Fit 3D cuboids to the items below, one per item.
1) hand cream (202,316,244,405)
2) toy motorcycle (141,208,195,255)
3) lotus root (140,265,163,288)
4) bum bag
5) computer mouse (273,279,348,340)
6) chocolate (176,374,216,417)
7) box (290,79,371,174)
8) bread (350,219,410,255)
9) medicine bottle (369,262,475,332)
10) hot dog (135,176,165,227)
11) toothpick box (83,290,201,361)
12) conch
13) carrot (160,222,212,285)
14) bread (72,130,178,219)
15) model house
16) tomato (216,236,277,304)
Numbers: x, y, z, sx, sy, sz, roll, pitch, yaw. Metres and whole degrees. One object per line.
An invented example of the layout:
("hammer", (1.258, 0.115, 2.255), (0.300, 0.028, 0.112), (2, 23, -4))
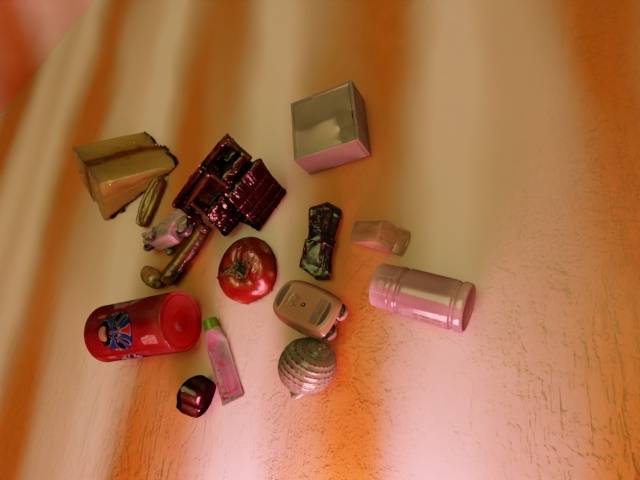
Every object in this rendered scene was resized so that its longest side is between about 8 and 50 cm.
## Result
("hand cream", (-0.318, 0.380, 1.468), (0.079, 0.050, 0.275), (-42, 62, 38))
("toy motorcycle", (-0.554, -0.047, 1.700), (0.260, 0.110, 0.170), (-18, 43, 30))
("lotus root", (-0.621, 0.139, 1.683), (0.152, 0.063, 0.072), (25, 110, 39))
("bum bag", (-0.001, 0.000, 1.415), (0.102, 0.069, 0.247), (11, 74, -7))
("computer mouse", (-0.034, 0.204, 1.349), (0.237, 0.082, 0.145), (18, 70, 34))
("chocolate", (-0.377, 0.492, 1.430), (0.080, 0.125, 0.148), (27, 123, 23))
("box", (0.032, -0.364, 1.495), (0.225, 0.117, 0.224), (-14, 67, 23))
("bread", (0.173, -0.010, 1.358), (0.152, 0.105, 0.077), (5, 73, 61))
("medicine bottle", (0.264, 0.145, 1.195), (0.250, 0.133, 0.133), (13, 79, 28))
("hot dog", (-0.681, -0.155, 1.823), (0.047, 0.066, 0.215), (-9, 63, 71))
("toothpick box", (-0.597, 0.293, 1.542), (0.333, 0.204, 0.204), (-13, 68, 22))
("conch", (-0.052, 0.359, 1.284), (0.172, 0.131, 0.200), (41, 93, 30))
("carrot", (-0.481, 0.047, 1.642), (0.070, 0.070, 0.260), (35, 91, 31))
("bread", (-0.830, -0.295, 1.964), (0.405, 0.242, 0.345), (-20, 56, -17))
("model house", (-0.296, -0.138, 1.517), (0.282, 0.297, 0.317), (40, 88, -13))
("tomato", (-0.250, 0.092, 1.496), (0.228, 0.101, 0.227), (-7, 73, 23))
